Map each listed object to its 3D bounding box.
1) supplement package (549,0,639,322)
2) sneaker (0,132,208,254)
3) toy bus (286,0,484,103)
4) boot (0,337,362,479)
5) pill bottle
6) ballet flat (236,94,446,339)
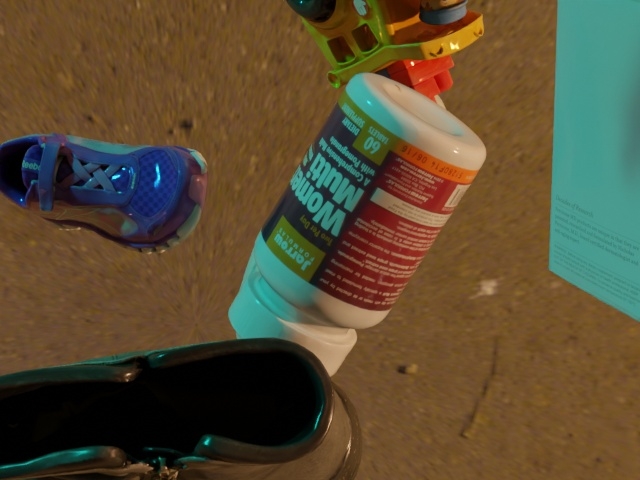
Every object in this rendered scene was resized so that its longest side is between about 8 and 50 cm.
[{"bbox_3d":[0.202,-0.058,0.841,0.105,0.105,0.179,-10,111,-22],"label":"supplement package"},{"bbox_3d":[-0.199,-0.050,1.278,0.104,0.236,0.095,24,77,-47],"label":"sneaker"},{"bbox_3d":[0.083,-0.223,1.432,0.149,0.220,0.211,-27,95,-33],"label":"toy bus"},{"bbox_3d":[-0.108,0.075,0.553,0.247,0.161,0.083,-11,75,7],"label":"boot"},{"bbox_3d":[0.024,-0.009,1.153,0.121,0.121,0.221,31,107,-2],"label":"pill bottle"},{"bbox_3d":[0.000,0.000,1.612,0.139,0.139,0.400,30,111,-3],"label":"ballet flat"}]
